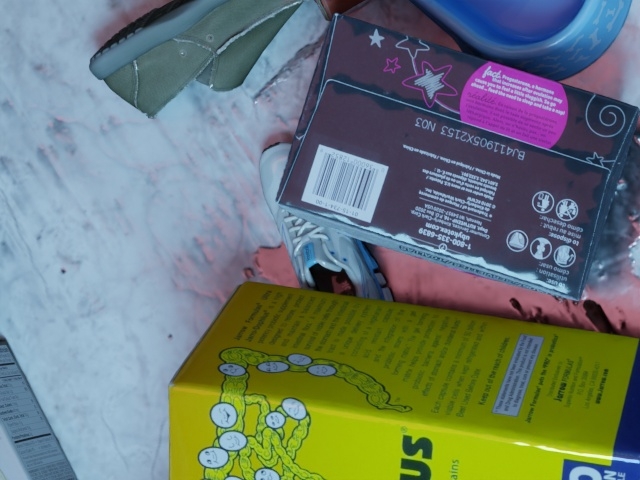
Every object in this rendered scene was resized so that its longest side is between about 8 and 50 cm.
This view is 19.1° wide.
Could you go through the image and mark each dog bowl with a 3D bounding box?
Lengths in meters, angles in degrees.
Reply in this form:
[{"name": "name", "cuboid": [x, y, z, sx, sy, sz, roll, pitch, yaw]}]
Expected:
[{"name": "dog bowl", "cuboid": [0.119, -0.255, 1.563, 0.297, 0.074, 0.166, 40, 100, 12]}]

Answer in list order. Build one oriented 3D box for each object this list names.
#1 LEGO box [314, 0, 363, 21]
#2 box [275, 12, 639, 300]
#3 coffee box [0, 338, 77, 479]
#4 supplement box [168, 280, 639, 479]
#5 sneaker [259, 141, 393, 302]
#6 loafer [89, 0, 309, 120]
[{"name": "LEGO box", "cuboid": [0.030, -0.489, 1.471, 0.372, 0.193, 0.500, -30, 76, 2]}, {"name": "box", "cuboid": [0.106, -0.064, 1.507, 0.247, 0.142, 0.163, 18, 93, 2]}, {"name": "coffee box", "cuboid": [-0.296, 0.226, 1.667, 0.141, 0.098, 0.246, -31, 82, 13]}, {"name": "supplement box", "cuboid": [0.077, 0.178, 1.476, 0.356, 0.195, 0.194, 8, 114, 12]}, {"name": "sneaker", "cuboid": [0.000, 0.000, 1.593, 0.071, 0.083, 0.190, -31, 81, 15]}, {"name": "loafer", "cuboid": [-0.078, -0.179, 1.613, 0.251, 0.094, 0.087, -24, 109, 29]}]
